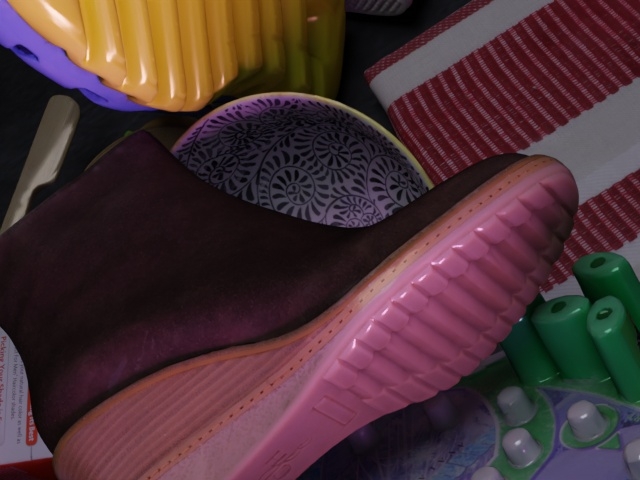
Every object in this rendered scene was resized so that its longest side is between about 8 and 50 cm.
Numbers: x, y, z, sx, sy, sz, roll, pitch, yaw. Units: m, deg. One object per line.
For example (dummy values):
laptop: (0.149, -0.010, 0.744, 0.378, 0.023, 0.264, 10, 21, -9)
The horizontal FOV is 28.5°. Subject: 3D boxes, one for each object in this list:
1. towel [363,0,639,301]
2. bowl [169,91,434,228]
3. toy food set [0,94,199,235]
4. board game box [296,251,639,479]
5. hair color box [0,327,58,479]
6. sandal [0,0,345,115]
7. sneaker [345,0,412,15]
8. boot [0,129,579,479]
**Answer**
towel: (0.187, -0.042, 0.652, 0.237, 0.037, 0.329, -31, 52, 3)
bowl: (0.000, 0.000, 0.661, 0.170, 0.170, 0.080, -3, 14, 22)
toy food set: (-0.092, -0.017, 0.764, 0.192, 0.038, 0.132, 12, 70, 18)
board game box: (-0.025, 0.183, 0.462, 0.390, 0.050, 0.390, -25, 25, 16)
hair color box: (-0.152, 0.085, 0.703, 0.167, 0.053, 0.093, -11, 65, 20)
sandal: (-0.101, -0.120, 0.670, 0.138, 0.317, 0.126, -1, 86, 23)
sneaker: (0.012, -0.187, 0.814, 0.134, 0.051, 0.070, 15, 63, 29)
boot: (-0.035, 0.003, 0.562, 0.248, 0.090, 0.207, -40, 52, -1)
